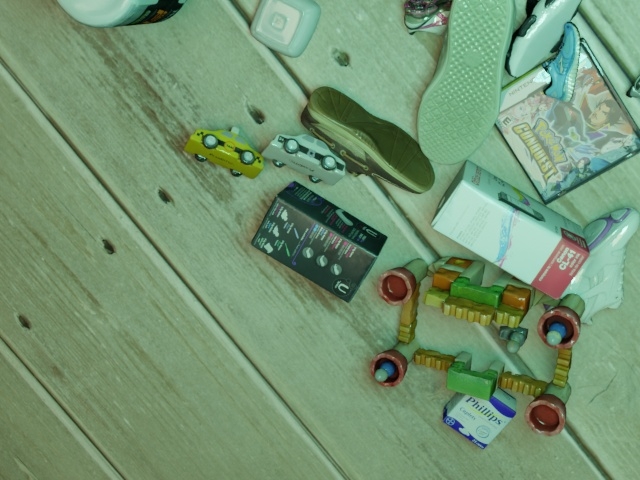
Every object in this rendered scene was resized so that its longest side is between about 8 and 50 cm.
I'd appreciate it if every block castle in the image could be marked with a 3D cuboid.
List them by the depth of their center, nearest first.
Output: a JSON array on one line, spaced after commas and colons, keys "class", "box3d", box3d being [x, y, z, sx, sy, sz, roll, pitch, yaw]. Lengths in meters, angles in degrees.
[{"class": "block castle", "box3d": [0.343, 0.227, 1.742, 0.453, 0.213, 0.303, 13, 112, 26]}]

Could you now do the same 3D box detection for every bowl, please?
[{"class": "bowl", "box3d": [-0.085, -0.494, 1.759, 0.142, 0.053, 0.142, 28, 112, 2]}]

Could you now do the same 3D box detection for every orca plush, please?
[{"class": "orca plush", "box3d": [0.452, -0.481, 1.600, 0.102, 0.151, 0.287, 55, 142, 33]}]

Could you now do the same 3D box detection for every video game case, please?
[{"class": "video game case", "box3d": [0.527, -0.253, 1.691, 0.248, 0.035, 0.275, -32, 97, 21]}]

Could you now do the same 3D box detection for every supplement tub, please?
[{"class": "supplement tub", "box3d": [-0.407, -0.565, 1.663, 0.207, 0.338, 0.207, 4, 109, 13]}]

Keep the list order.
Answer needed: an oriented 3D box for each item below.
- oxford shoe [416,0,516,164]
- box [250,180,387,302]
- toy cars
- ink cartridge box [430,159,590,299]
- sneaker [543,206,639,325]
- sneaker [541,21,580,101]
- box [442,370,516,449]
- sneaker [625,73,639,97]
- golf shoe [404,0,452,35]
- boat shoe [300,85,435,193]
[{"class": "oxford shoe", "box3d": [0.312, -0.355, 1.646, 0.169, 0.130, 0.449, 15, 131, 8]}, {"class": "box", "box3d": [0.000, 0.000, 1.834, 0.270, 0.165, 0.143, 31, 111, 3]}, {"class": "toy cars", "box3d": [-0.126, -0.212, 1.814, 0.394, 0.176, 0.087, 7, 67, 23]}, {"class": "ink cartridge box", "box3d": [0.410, -0.029, 1.690, 0.306, 0.226, 0.131, 32, 112, 2]}, {"class": "sneaker", "box3d": [0.629, 0.060, 1.737, 0.152, 0.114, 0.305, 26, 120, -2]}, {"class": "sneaker", "box3d": [0.495, -0.368, 1.608, 0.073, 0.063, 0.162, 9, 111, 15]}, {"class": "box", "box3d": [0.391, 0.418, 1.919, 0.126, 0.072, 0.137, 35, 111, 1]}, {"class": "sneaker", "box3d": [0.703, -0.278, 1.621, 0.132, 0.086, 0.228, 3, 98, 18]}, {"class": "golf shoe", "box3d": [0.273, -0.483, 1.675, 0.186, 0.067, 0.086, -1, 142, 7]}, {"class": "boat shoe", "box3d": [0.102, -0.209, 1.784, 0.342, 0.123, 0.123, 33, 143, -6]}]
